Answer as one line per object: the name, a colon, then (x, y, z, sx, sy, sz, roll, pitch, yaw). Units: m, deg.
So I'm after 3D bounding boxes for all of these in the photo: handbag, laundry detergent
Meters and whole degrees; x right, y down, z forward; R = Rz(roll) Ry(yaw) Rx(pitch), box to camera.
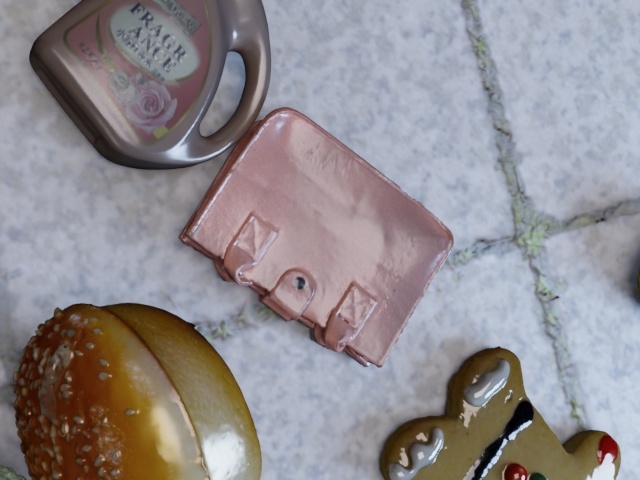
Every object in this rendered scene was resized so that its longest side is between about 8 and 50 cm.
handbag: (0.000, 0.000, 0.975, 0.212, 0.059, 0.157, 36, 75, -15)
laundry detergent: (-0.108, -0.164, 0.942, 0.237, 0.076, 0.171, -40, 101, -20)

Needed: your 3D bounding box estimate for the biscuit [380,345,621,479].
biscuit: (0.207, 0.246, 1.040, 0.197, 0.049, 0.301, -45, 102, -15)

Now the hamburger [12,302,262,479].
hamburger: (-0.142, 0.150, 0.833, 0.147, 0.237, 0.237, -32, 97, -35)

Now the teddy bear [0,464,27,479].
teddy bear: (-0.324, 0.158, 0.816, 0.213, 0.111, 0.133, 30, 115, -33)

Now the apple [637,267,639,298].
apple: (0.372, 0.038, 1.086, 0.114, 0.099, 0.102, 20, 77, -14)
